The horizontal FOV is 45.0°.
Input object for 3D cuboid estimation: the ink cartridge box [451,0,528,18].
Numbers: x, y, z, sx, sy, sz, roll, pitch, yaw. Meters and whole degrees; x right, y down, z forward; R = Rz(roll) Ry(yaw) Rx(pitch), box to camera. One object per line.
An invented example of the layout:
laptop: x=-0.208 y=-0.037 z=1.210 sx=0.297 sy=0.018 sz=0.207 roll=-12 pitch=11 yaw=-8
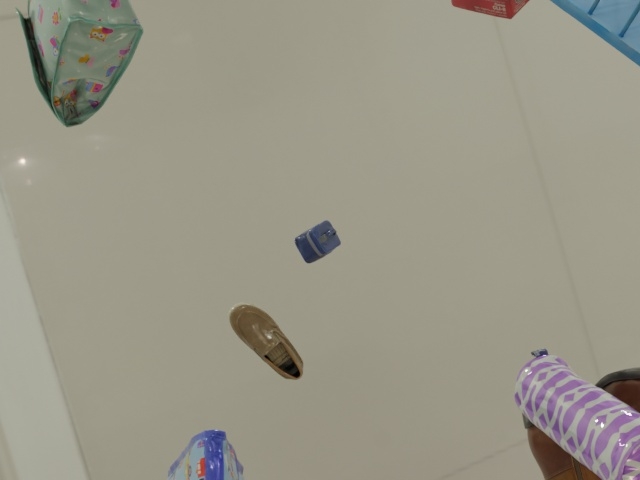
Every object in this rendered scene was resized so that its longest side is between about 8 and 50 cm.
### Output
ink cartridge box: x=0.288 y=-0.485 z=1.275 sx=0.127 sy=0.176 sz=0.128 roll=29 pitch=65 yaw=38

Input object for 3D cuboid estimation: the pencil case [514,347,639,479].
pencil case: x=0.301 y=0.200 z=0.856 sx=0.088 sy=0.086 sz=0.206 roll=-5 pitch=20 yaw=-18

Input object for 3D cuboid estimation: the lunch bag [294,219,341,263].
lunch bag: x=0.000 y=0.000 z=1.651 sx=0.065 sy=0.067 sz=0.098 roll=-28 pitch=3 yaw=31

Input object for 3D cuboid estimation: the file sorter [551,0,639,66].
file sorter: x=0.337 y=-0.238 z=0.743 sx=0.118 sy=0.170 sz=0.104 roll=-22 pitch=-32 yaw=-38

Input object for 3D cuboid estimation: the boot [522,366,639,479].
boot: x=0.381 y=0.302 z=0.940 sx=0.264 sy=0.280 sz=0.096 roll=-23 pitch=-20 yaw=37

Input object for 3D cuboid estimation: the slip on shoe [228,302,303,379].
slip on shoe: x=-0.072 y=0.139 z=1.051 sx=0.051 sy=0.135 sz=0.041 roll=-38 pitch=15 yaw=-3

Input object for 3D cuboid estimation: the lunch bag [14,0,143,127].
lunch bag: x=-0.446 y=-0.364 z=1.387 sx=0.160 sy=0.223 sz=0.262 roll=-4 pitch=-32 yaw=-37

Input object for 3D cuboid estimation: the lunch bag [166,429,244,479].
lunch bag: x=-0.170 y=0.425 z=1.165 sx=0.138 sy=0.221 sz=0.293 roll=0 pitch=-28 yaw=-9
